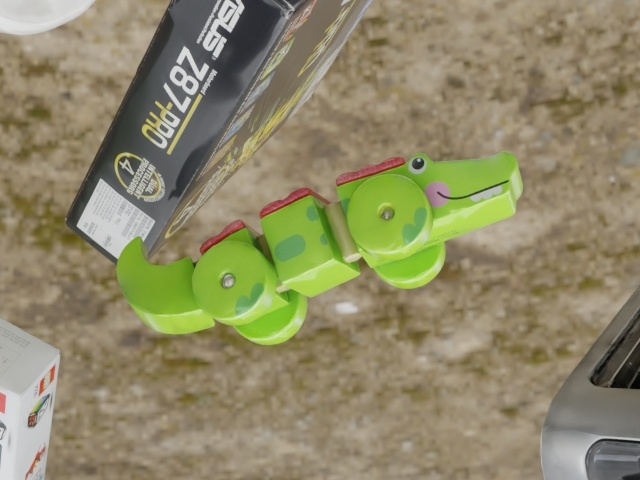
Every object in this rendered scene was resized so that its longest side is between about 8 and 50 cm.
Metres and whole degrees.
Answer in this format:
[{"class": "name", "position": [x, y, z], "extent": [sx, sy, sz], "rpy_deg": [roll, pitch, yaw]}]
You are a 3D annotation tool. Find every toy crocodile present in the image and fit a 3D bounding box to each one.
[{"class": "toy crocodile", "position": [0.000, 0.000, 1.135], "extent": [0.340, 0.105, 0.115], "rpy_deg": [-22, 161, 11]}]

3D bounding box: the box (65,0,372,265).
[{"class": "box", "position": [-0.050, -0.178, 1.218], "extent": [0.097, 0.318, 0.395], "rpy_deg": [38, 140, 1]}]

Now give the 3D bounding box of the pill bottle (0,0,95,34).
[{"class": "pill bottle", "position": [-0.212, -0.180, 0.759], "extent": [0.208, 0.117, 0.117], "rpy_deg": [16, 171, 42]}]

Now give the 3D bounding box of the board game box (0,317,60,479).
[{"class": "board game box", "position": [-0.289, 0.143, 1.002], "extent": [0.193, 0.053, 0.305], "rpy_deg": [27, 135, 10]}]

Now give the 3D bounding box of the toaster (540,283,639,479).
[{"class": "toaster", "position": [0.201, 0.081, 0.562], "extent": [0.168, 0.186, 0.110], "rpy_deg": [1, 118, 37]}]
